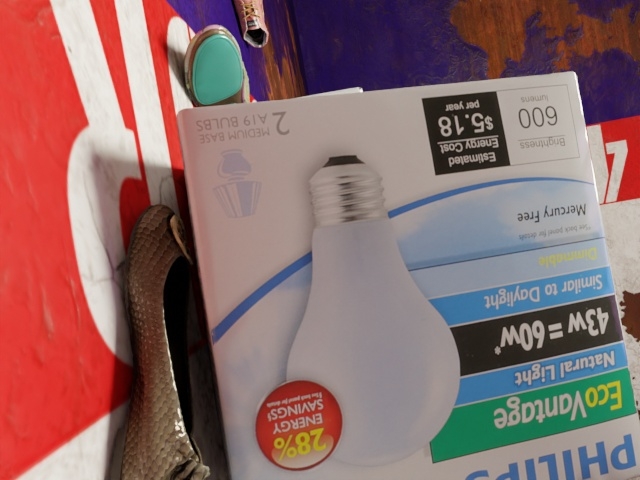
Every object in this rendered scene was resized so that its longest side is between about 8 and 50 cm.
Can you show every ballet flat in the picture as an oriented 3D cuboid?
[{"bbox_3d":[-0.114,0.081,0.399,0.084,0.058,0.250,72,10,-59],"label":"ballet flat"},{"bbox_3d":[-0.134,-0.200,0.686,0.222,0.076,0.079,80,-15,-61],"label":"ballet flat"}]

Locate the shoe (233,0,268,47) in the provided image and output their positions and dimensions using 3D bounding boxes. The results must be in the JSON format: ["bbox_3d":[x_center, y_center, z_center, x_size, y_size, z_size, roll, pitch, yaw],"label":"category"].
[{"bbox_3d":[-0.142,-0.471,1.053,0.178,0.063,0.081,75,1,-76],"label":"shoe"}]

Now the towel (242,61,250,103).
[{"bbox_3d":[-0.141,-0.260,0.884,0.110,0.027,0.148,69,13,-68],"label":"towel"}]

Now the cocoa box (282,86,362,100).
[{"bbox_3d":[0.025,-0.205,1.408,0.228,0.231,0.348,-62,142,-82],"label":"cocoa box"}]

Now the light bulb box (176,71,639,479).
[{"bbox_3d":[0.065,0.061,0.518,0.225,0.357,0.362,160,-79,-78],"label":"light bulb box"}]
